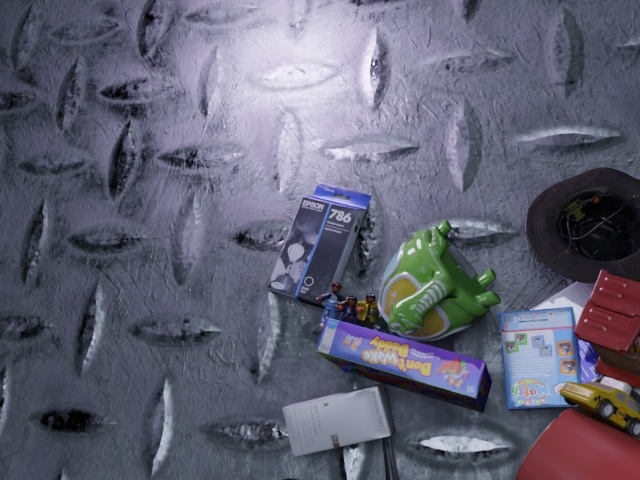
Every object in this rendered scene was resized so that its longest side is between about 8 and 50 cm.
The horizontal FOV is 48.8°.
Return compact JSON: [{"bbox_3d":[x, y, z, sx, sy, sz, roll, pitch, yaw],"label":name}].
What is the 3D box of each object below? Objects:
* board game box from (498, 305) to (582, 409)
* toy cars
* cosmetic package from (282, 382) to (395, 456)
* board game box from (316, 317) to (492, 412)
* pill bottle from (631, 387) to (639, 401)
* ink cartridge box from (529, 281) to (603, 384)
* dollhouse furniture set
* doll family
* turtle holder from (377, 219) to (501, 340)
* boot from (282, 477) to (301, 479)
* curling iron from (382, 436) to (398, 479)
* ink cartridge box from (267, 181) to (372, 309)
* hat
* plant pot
[{"bbox_3d":[0.476,0.256,1.527,0.160,0.039,0.212,-7,69,19],"label":"board game box"},{"bbox_3d":[0.664,0.362,1.375,0.393,0.176,0.087,26,82,17],"label":"toy cars"},{"bbox_3d":[0.042,0.408,1.607,0.231,0.085,0.117,-17,80,12],"label":"cosmetic package"},{"bbox_3d":[0.188,0.275,1.543,0.347,0.233,0.078,13,74,21],"label":"board game box"},{"bbox_3d":[0.728,0.276,1.455,0.169,0.094,0.094,-42,64,0],"label":"pill bottle"},{"bbox_3d":[0.566,0.210,1.556,0.208,0.045,0.206,-32,63,6],"label":"ink cartridge box"},{"bbox_3d":[0.692,0.212,1.317,0.374,0.201,0.152,20,72,41],"label":"dollhouse furniture set"},{"bbox_3d":[0.083,0.167,1.688,0.192,0.076,0.112,12,93,-8],"label":"doll family"},{"bbox_3d":[0.250,0.123,1.557,0.227,0.243,0.320,-41,24,20],"label":"turtle holder"},{"bbox_3d":[0.002,0.636,1.556,0.246,0.083,0.161,10,79,26],"label":"boot"},{"bbox_3d":[0.150,0.568,1.550,0.068,0.035,0.274,-6,68,15],"label":"curling iron"},{"bbox_3d":[0.000,0.000,1.803,0.165,0.065,0.333,14,73,22],"label":"ink cartridge box"},{"bbox_3d":[0.630,-0.002,1.572,0.331,0.134,0.331,-14,47,16],"label":"hat"},{"bbox_3d":[0.534,0.475,1.362,0.243,0.275,0.275,36,83,36],"label":"plant pot"}]
